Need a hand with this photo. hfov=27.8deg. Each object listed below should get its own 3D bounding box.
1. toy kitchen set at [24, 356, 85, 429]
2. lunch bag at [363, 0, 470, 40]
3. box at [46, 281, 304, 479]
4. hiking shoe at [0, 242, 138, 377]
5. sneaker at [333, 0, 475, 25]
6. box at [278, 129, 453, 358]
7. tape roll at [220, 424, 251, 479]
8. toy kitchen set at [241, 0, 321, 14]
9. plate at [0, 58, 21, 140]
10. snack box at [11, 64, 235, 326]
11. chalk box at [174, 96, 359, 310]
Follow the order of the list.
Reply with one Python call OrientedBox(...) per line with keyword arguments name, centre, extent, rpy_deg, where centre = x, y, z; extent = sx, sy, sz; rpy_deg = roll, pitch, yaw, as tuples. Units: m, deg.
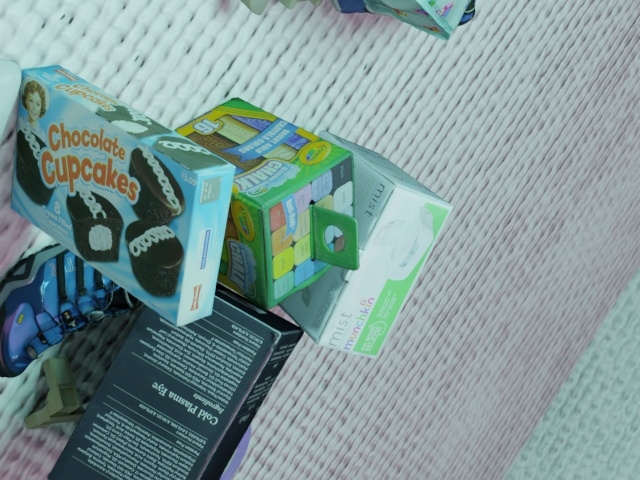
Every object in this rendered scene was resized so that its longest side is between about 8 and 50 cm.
OrientedBox(name="toy kitchen set", centre=(-0.363, 0.211, 1.782), extent=(0.083, 0.075, 0.068), rpy_deg=(-32, 159, 33))
OrientedBox(name="lunch bag", centre=(0.131, -0.413, 1.696), extent=(0.223, 0.160, 0.262), rpy_deg=(-63, 158, 2))
OrientedBox(name="box", centre=(-0.186, 0.218, 1.778), extent=(0.312, 0.179, 0.343), rpy_deg=(-61, 175, -2))
OrientedBox(name="hiking shoe", centre=(-0.306, 0.062, 1.650), extent=(0.304, 0.132, 0.113), rpy_deg=(-50, 145, -18))
OrientedBox(name="sneaker", centre=(0.184, -0.402, 1.931), extent=(0.315, 0.182, 0.127), rpy_deg=(-39, 143, -31))
OrientedBox(name="box", centre=(0.040, 0.004, 1.930), extent=(0.127, 0.231, 0.262), rpy_deg=(18, 103, -37))
OrientedBox(name="tape roll", centre=(-0.202, 0.325, 2.048), extent=(0.189, 0.080, 0.189), rpy_deg=(-35, 140, -36))
OrientedBox(name="toy kitchen set", centre=(-0.044, -0.419, 1.697), extent=(0.166, 0.122, 0.207), rpy_deg=(-19, 149, -47))
OrientedBox(name="plate", centre=(-0.460, -0.076, 1.413), extent=(0.277, 0.045, 0.278), rpy_deg=(1, 114, -55))
OrientedBox(name="snack box", centre=(-0.236, -0.059, 1.477), extent=(0.060, 0.322, 0.187), rpy_deg=(-17, 127, -44))
OrientedBox(name="chalk box", centre=(-0.070, -0.041, 1.752), extent=(0.179, 0.289, 0.180), rpy_deg=(-34, 137, -35))
